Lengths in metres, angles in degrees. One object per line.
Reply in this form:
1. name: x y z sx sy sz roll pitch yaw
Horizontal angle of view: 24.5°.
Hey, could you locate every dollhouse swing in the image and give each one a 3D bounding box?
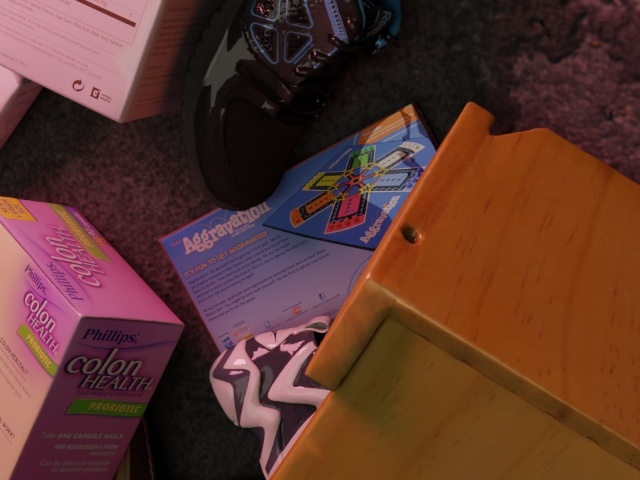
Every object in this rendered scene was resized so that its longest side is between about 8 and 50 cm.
1. dollhouse swing: 0.167 0.143 1.257 0.347 0.315 0.305 31 141 1

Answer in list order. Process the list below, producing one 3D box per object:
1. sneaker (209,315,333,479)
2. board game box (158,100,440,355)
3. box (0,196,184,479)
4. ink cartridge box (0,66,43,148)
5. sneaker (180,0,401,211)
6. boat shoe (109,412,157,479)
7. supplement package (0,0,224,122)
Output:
1. sneaker: 0.022 0.171 1.343 0.153 0.094 0.235 -30 92 19
2. board game box: 0.000 0.000 1.353 0.281 0.027 0.145 -27 93 21
3. box: -0.268 0.117 1.366 0.213 0.117 0.243 41 114 41
4. ink cartridge box: -0.414 -0.184 1.436 0.275 0.060 0.239 48 129 4
5. sneaker: -0.016 -0.173 1.256 0.140 0.125 0.340 29 109 31
6. boat shoe: -0.186 0.302 1.429 0.123 0.123 0.341 -16 73 45
7. supplement package: -0.161 -0.275 1.271 0.175 0.177 0.293 26 107 12
